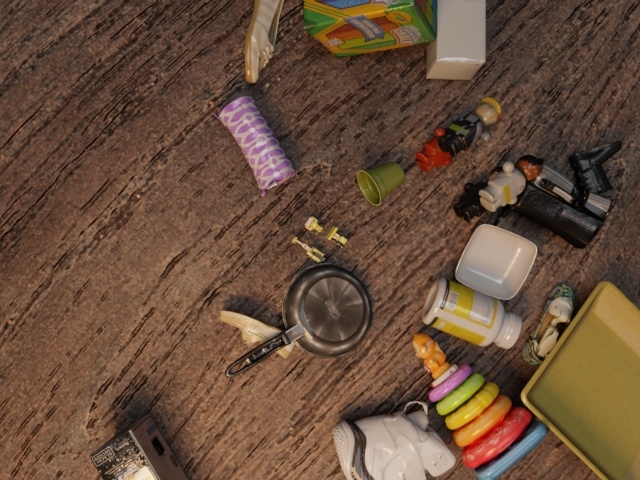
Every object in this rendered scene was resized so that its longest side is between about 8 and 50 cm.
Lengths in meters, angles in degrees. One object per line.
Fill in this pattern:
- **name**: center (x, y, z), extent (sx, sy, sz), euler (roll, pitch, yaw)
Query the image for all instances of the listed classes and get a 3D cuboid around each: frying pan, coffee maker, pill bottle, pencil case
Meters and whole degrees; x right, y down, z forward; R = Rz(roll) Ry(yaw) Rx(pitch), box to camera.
- **frying pan**: center (-0.040, 0.149, 1.164), extent (0.325, 0.053, 0.198), euler (-6, 82, -20)
- **coffee maker**: center (0.485, -0.059, 1.218), extent (0.178, 0.120, 0.171), euler (31, 125, 1)
- **pill bottle**: center (0.309, 0.154, 1.187), extent (0.184, 0.103, 0.103), euler (23, 85, -1)
- **pencil case**: center (-0.133, -0.199, 1.210), extent (0.088, 0.086, 0.206), euler (-31, 85, 23)

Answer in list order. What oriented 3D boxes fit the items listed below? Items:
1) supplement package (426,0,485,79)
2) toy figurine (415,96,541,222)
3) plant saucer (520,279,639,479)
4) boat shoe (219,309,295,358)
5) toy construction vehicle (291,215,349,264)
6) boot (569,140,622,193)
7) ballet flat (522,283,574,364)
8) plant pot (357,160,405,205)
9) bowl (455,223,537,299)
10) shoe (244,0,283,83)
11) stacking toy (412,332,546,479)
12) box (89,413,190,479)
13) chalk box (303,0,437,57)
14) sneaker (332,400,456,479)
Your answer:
- **supplement package**: center (0.286, -0.447, 1.235), extent (0.105, 0.105, 0.180), euler (2, 84, -3)
- **toy figurine**: center (0.320, -0.160, 1.162), extent (0.148, 0.209, 0.213), euler (-37, 88, -11)
- **plant saucer**: center (0.587, 0.308, 1.170), extent (0.333, 0.081, 0.333), euler (44, 70, 1)
- **boat shoe**: center (-0.133, 0.192, 1.184), extent (0.169, 0.063, 0.059), euler (22, 79, -1)
- **toy construction vehicle**: center (0.000, 0.000, 1.220), extent (0.098, 0.035, 0.086), euler (37, 85, 1)
- **boot**: center (0.606, -0.153, 1.255), extent (0.121, 0.045, 0.099), euler (-19, 84, 3)
- **ballet flat**: center (0.489, 0.179, 1.213), extent (0.070, 0.070, 0.189), euler (26, 84, 0)
- **plant pot**: center (0.132, -0.128, 1.221), extent (0.079, 0.083, 0.083), euler (-30, 87, -18)
- **bowl**: center (0.361, 0.041, 1.210), extent (0.141, 0.053, 0.142), euler (22, 105, 0)
- **shoe**: center (-0.120, -0.438, 1.230), extent (0.058, 0.076, 0.219), euler (9, 83, 3)
- **stacking toy**: center (0.284, 0.310, 1.162), extent (0.165, 0.175, 0.302), euler (-40, 76, 1)
- **box**: center (-0.304, 0.489, 1.102), extent (0.087, 0.169, 0.290), euler (-32, 86, -7)
- **chalk box**: center (0.131, -0.492, 1.141), extent (0.288, 0.180, 0.179), euler (-1, 85, 26)
- **sneaker**: center (0.177, 0.501, 1.134), extent (0.210, 0.137, 0.366), euler (-22, 83, -1)
